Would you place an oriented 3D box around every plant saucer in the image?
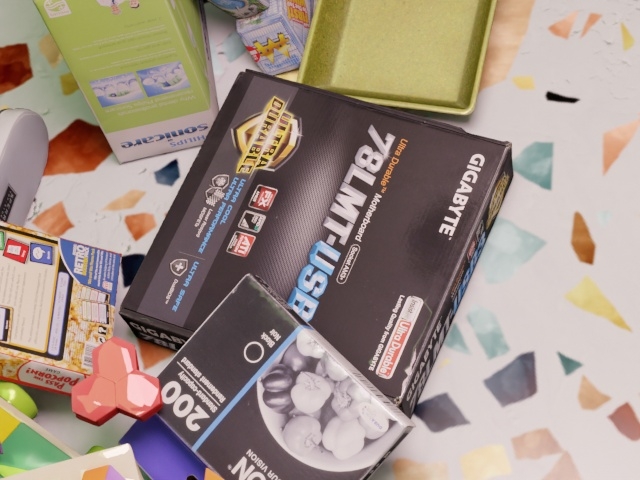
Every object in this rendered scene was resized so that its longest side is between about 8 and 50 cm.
[{"bbox_3d":[0.087,-0.216,1.518,0.188,0.045,0.188,9,73,16],"label":"plant saucer"}]

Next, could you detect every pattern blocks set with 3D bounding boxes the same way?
[{"bbox_3d":[-0.197,0.265,1.226,0.285,0.026,0.325,-29,70,-14],"label":"pattern blocks set"}]

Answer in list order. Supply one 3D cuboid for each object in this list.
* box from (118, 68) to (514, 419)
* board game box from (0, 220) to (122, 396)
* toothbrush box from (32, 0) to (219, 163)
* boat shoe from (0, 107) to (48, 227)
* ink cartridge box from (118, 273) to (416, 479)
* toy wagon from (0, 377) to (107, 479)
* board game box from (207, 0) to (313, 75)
[{"bbox_3d":[0.000,0.000,1.413,0.293,0.073,0.295,17,67,20],"label":"box"},{"bbox_3d":[-0.287,0.056,1.359,0.193,0.045,0.147,17,50,-20],"label":"board game box"},{"bbox_3d":[-0.194,-0.245,1.464,0.122,0.283,0.206,-14,60,5],"label":"toothbrush box"},{"bbox_3d":[-0.376,-0.011,1.471,0.105,0.113,0.306,3,59,20],"label":"boat shoe"},{"bbox_3d":[-0.058,0.171,1.294,0.206,0.045,0.208,42,96,20],"label":"ink cartridge box"},{"bbox_3d":[-0.341,0.240,1.295,0.344,0.068,0.267,33,62,12],"label":"toy wagon"},{"bbox_3d":[-0.067,-0.282,1.535,0.060,0.194,0.194,-16,71,27],"label":"board game box"}]
